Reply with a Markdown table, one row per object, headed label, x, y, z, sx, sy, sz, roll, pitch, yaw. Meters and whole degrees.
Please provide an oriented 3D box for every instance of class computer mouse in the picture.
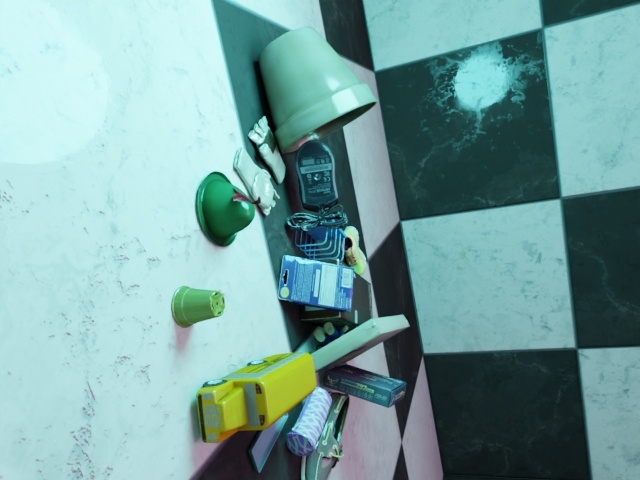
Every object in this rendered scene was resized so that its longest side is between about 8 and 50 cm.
| label | x | y | z | sx | sy | sz | roll | pitch | yaw |
| --- | --- | --- | --- | --- | --- | --- | --- | --- | --- |
| computer mouse | -0.018 | -0.168 | 1.418 | 0.072 | 0.189 | 0.272 | -137 | -137 | -83 |

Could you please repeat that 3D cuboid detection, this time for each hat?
| label | x | y | z | sx | sy | sz | roll | pitch | yaw |
| --- | --- | --- | --- | --- | --- | --- | --- | --- | --- |
| hat | -0.154 | -0.075 | 1.031 | 0.208 | 0.184 | 0.173 | -74 | 149 | -47 |

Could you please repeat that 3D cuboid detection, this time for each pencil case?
| label | x | y | z | sx | sy | sz | roll | pitch | yaw |
| --- | --- | --- | --- | --- | --- | --- | --- | --- | --- |
| pencil case | -0.033 | 0.505 | 1.302 | 0.088 | 0.086 | 0.206 | 50 | 26 | -7 |

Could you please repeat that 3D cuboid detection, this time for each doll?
| label | x | y | z | sx | sy | sz | roll | pitch | yaw |
| --- | --- | --- | --- | --- | --- | --- | --- | --- | --- |
| doll | 0.035 | 0.314 | 1.506 | 0.046 | 0.129 | 0.189 | 52 | -5 | 24 |

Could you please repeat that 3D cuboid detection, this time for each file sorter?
| label | x | y | z | sx | sy | sz | roll | pitch | yaw |
| --- | --- | --- | --- | --- | --- | --- | --- | --- | --- |
| file sorter | 0.000 | 0.000 | 1.517 | 0.170 | 0.118 | 0.104 | 46 | 45 | -58 |

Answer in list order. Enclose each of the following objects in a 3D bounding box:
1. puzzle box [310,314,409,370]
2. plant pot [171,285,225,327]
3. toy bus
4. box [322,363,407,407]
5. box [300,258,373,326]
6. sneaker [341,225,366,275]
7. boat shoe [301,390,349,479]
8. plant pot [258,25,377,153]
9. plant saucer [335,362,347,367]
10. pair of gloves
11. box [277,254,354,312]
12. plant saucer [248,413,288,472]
| label | x | y | z | sx | sy | sz | roll | pitch | yaw |
| --- | --- | --- | --- | --- | --- | --- | --- | --- | --- |
| puzzle box | 0.129 | 0.334 | 1.514 | 0.052 | 0.272 | 0.409 | 62 | 16 | 17 |
| plant pot | -0.232 | 0.126 | 0.903 | 0.083 | 0.079 | 0.083 | -8 | 90 | -70 |
| toy bus | -0.130 | 0.336 | 1.024 | 0.333 | 0.130 | 0.108 | 3 | 80 | -69 |
| box | 0.149 | 0.474 | 1.522 | 0.183 | 0.233 | 0.059 | 15 | 85 | -63 |
| box | 0.066 | 0.205 | 1.589 | 0.381 | 0.143 | 0.191 | 39 | 47 | -64 |
| sneaker | 0.124 | 0.052 | 1.896 | 0.094 | 0.081 | 0.208 | -30 | 105 | -61 |
| boat shoe | 0.021 | 0.603 | 1.377 | 0.324 | 0.097 | 0.116 | -74 | 150 | -47 |
| plant pot | -0.036 | -0.455 | 1.370 | 0.280 | 0.323 | 0.323 | 63 | 23 | -6 |
| plant saucer | 0.079 | 0.480 | 1.686 | 0.119 | 0.021 | 0.119 | -8 | 90 | -69 |
| pair of gloves | -0.154 | -0.205 | 1.284 | 0.240 | 0.042 | 0.204 | -76 | 151 | -43 |
| box | -0.014 | 0.128 | 1.364 | 0.036 | 0.225 | 0.136 | 139 | -39 | -63 |
| plant saucer | -0.128 | 0.475 | 1.144 | 0.192 | 0.018 | 0.067 | -52 | 131 | -63 |
